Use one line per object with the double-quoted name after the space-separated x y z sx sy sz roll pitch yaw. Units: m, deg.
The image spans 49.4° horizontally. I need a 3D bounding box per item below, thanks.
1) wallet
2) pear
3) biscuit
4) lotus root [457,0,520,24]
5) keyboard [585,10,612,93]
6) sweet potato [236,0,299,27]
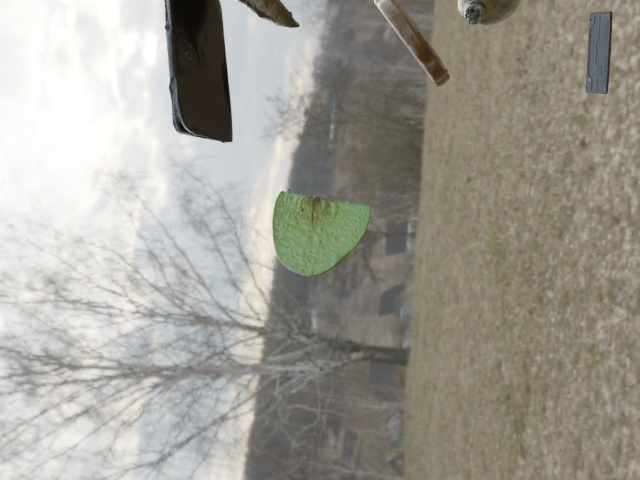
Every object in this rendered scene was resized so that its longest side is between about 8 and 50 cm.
-0.291 -0.427 1.670 0.197 0.051 0.378 2 -99 -57 "wallet"
-0.002 0.001 1.992 0.139 0.288 0.239 60 -137 -62 "pear"
0.295 -0.613 2.155 0.359 0.074 0.381 61 -161 21 "biscuit"
0.540 -0.780 2.234 0.349 0.175 0.175 -36 -41 -49 "lotus root"
0.541 -0.364 1.353 0.053 0.010 0.155 23 121 54 "keyboard"
-0.194 -0.673 1.688 0.423 0.130 0.130 59 170 16 "sweet potato"
